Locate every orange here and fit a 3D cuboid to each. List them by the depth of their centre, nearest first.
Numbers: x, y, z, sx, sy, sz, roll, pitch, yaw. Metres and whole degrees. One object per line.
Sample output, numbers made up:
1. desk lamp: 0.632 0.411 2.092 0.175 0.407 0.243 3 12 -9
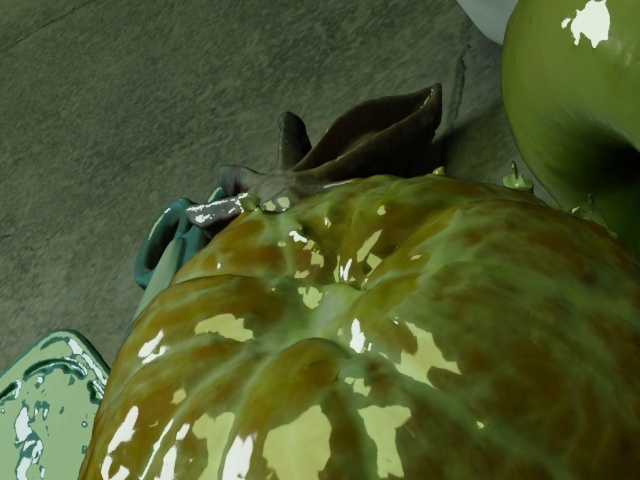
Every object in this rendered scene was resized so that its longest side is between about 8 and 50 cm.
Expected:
1. orange: 0.032 0.112 0.699 0.329 0.249 0.329 -16 33 11

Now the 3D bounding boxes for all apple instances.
1. apple: 0.234 -0.088 0.727 0.279 0.279 0.279 -29 35 23

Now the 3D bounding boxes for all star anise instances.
1. star anise: -0.001 0.004 1.031 0.198 0.110 0.257 -14 47 16

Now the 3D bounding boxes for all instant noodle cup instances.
1. instant noodle cup: -0.179 0.170 1.026 0.157 0.070 0.179 -44 56 -1

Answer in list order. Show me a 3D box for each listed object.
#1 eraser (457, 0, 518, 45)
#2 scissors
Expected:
1. eraser: 0.225 -0.225 0.994 0.331 0.150 0.331 -29 36 24
2. scissors: -0.129 0.072 1.149 0.138 0.041 0.289 -19 41 42
